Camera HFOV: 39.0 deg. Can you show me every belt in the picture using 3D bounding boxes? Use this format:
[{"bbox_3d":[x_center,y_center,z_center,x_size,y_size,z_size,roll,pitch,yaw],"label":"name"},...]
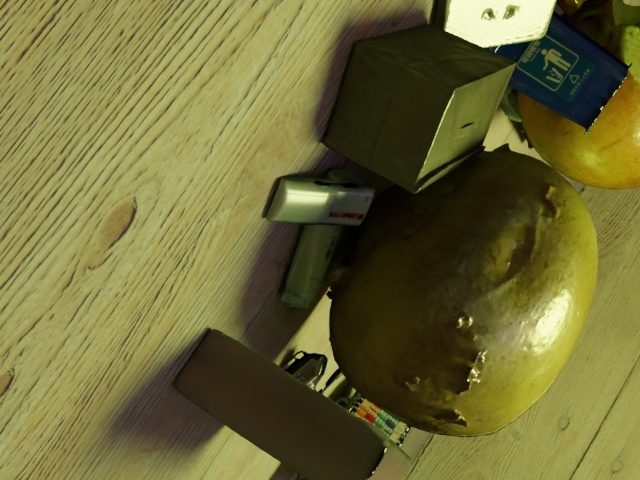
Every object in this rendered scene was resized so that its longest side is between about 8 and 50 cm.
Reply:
[{"bbox_3d":[0.056,0.428,1.875,0.295,0.160,0.207,-50,176,-20],"label":"belt"}]

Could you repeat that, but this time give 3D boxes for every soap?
[{"bbox_3d":[-0.023,0.256,1.251,0.107,0.285,0.296,-59,159,-10],"label":"soap"}]

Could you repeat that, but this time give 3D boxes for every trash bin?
[{"bbox_3d":[0.373,-0.295,1.473,0.163,0.234,0.184,-59,172,24],"label":"trash bin"}]

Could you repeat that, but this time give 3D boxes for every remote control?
[{"bbox_3d":[0.003,-0.046,1.190,0.166,0.029,0.065,3,119,-41],"label":"remote control"}]

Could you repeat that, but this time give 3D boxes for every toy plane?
[{"bbox_3d":[-0.045,0.249,1.494,0.197,0.078,0.053,-45,162,1],"label":"toy plane"}]

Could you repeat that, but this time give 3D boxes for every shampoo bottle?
[{"bbox_3d":[0.000,0.000,1.286,0.072,0.049,0.213,-20,136,-51],"label":"shampoo bottle"}]

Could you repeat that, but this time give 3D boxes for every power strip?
[{"bbox_3d":[0.253,-0.379,1.298,0.198,0.065,0.213,-10,136,-18],"label":"power strip"}]

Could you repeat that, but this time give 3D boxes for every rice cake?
[{"bbox_3d":[0.391,-0.285,1.842,0.045,0.042,0.245,-67,160,4],"label":"rice cake"}]

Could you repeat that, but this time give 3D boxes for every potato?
[{"bbox_3d":[0.204,0.049,1.330,0.442,0.385,0.319,-56,163,-14],"label":"potato"}]

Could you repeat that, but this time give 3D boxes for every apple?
[{"bbox_3d":[0.558,-0.294,1.706,0.384,0.374,0.374,-49,162,12],"label":"apple"}]

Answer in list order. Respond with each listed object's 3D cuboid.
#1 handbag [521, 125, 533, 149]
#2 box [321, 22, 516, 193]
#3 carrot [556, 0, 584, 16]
[{"bbox_3d":[0.567,-0.345,2.053,0.304,0.121,0.329,-64,161,4],"label":"handbag"},{"bbox_3d":[0.139,-0.183,1.214,0.231,0.155,0.149,-29,144,-53],"label":"box"},{"bbox_3d":[0.501,-0.546,1.643,0.302,0.114,0.114,-53,159,-12],"label":"carrot"}]
